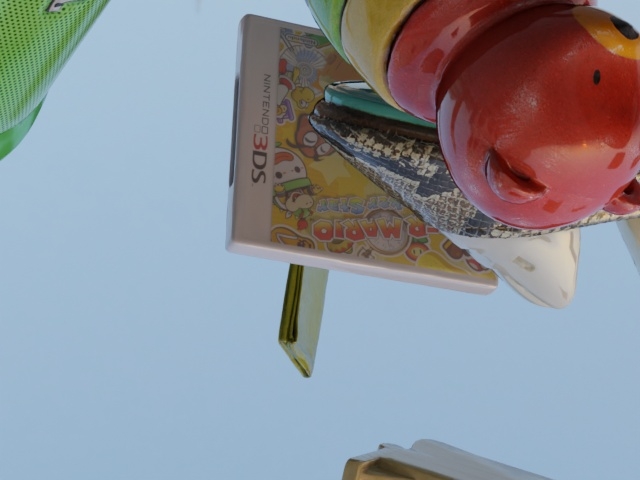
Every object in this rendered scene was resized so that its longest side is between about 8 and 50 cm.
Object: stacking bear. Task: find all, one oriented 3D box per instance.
[{"bbox_3d":[0.080,-0.133,0.831,0.175,0.164,0.289,11,-137,-44],"label":"stacking bear"}]

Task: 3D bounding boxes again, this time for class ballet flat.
[{"bbox_3d":[0.234,-0.036,1.144,0.482,0.182,0.164,-4,-162,-9],"label":"ballet flat"}]

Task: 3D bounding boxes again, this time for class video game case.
[{"bbox_3d":[0.038,-0.070,1.267,0.227,0.026,0.206,10,-115,-18],"label":"video game case"}]

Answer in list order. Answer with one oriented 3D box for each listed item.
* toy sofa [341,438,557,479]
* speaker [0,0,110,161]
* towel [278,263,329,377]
[{"bbox_3d":[0.196,0.311,1.471,0.362,0.150,0.177,14,-173,25],"label":"toy sofa"},{"bbox_3d":[-0.111,-0.134,0.544,0.131,0.296,0.131,20,-132,-24],"label":"speaker"},{"bbox_3d":[0.000,0.000,1.440,0.021,0.102,0.237,3,-113,17],"label":"towel"}]
